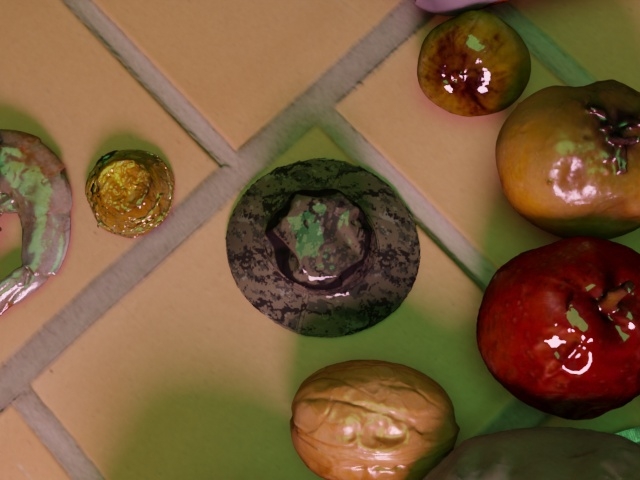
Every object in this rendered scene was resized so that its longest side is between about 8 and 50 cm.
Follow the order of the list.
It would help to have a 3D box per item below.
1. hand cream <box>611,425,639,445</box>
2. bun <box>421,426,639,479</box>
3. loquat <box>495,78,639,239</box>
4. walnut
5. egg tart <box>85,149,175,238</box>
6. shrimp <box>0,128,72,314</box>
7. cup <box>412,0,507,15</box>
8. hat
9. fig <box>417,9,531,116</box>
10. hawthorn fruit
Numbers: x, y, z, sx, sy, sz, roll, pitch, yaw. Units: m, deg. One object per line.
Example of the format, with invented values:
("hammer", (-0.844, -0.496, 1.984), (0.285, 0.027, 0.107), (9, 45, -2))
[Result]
("hand cream", (0.406, 0.394, 1.022), (0.085, 0.058, 0.331), (-20, 78, 11))
("bun", (0.245, 0.347, 0.892), (0.355, 0.194, 0.354), (-6, 64, 12))
("loquat", (0.321, -0.105, 1.054), (0.213, 0.213, 0.213), (-1, 79, 4))
("walnut", (0.065, 0.224, 1.038), (0.207, 0.159, 0.159), (3, 79, 6))
("egg tart", (-0.264, -0.066, 1.171), (0.131, 0.052, 0.130), (0, 80, 2))
("shrimp", (-0.488, 0.008, 1.168), (0.247, 0.085, 0.360), (39, 81, 4))
("cup", (0.257, -0.424, 1.121), (0.318, 0.212, 0.212), (-17, 78, 3))
("hat", (0.000, 0.000, 1.101), (0.266, 0.128, 0.265), (0, 82, 3))
("fig", (0.203, -0.230, 1.128), (0.153, 0.136, 0.120), (15, 38, -19))
("hawthorn fruit", (0.302, 0.086, 0.992), (0.230, 0.266, 0.210), (-1, 65, 2))
